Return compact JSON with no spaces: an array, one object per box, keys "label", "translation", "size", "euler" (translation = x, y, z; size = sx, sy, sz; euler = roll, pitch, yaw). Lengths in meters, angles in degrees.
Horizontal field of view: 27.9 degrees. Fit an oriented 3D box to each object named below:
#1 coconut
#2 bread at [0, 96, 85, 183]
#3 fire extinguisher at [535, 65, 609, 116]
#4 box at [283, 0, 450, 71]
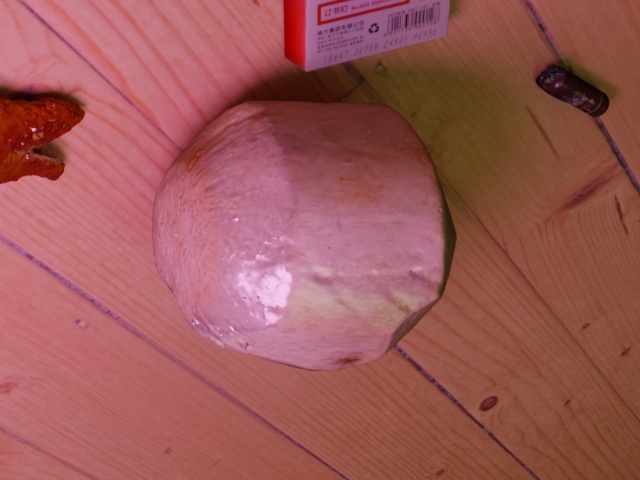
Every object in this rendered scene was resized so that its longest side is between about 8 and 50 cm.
[{"label":"coconut","translation":[0.000,0.000,1.682],"size":[0.415,0.415,0.345],"euler":[-1,131,-32]},{"label":"bread","translation":[-0.405,-0.108,1.536],"size":[0.268,0.095,0.139],"euler":[-5,138,-35]},{"label":"fire extinguisher","translation":[0.382,-0.232,1.971],"size":[0.064,0.043,0.158],"euler":[-11,158,43]},{"label":"box","translation":[0.063,-0.303,1.689],"size":[0.229,0.050,0.123],"euler":[-17,134,-18]}]
